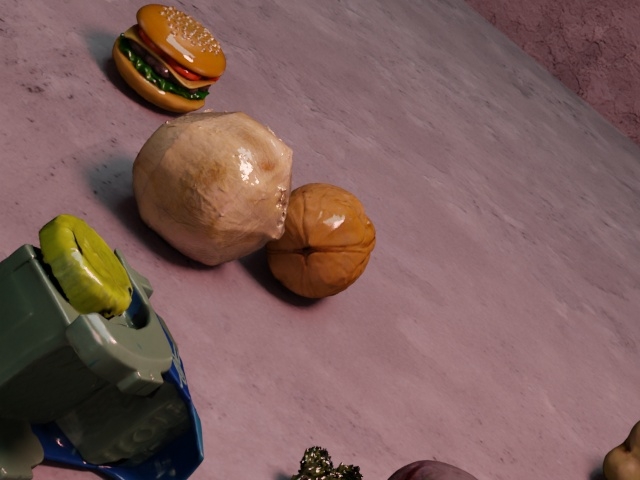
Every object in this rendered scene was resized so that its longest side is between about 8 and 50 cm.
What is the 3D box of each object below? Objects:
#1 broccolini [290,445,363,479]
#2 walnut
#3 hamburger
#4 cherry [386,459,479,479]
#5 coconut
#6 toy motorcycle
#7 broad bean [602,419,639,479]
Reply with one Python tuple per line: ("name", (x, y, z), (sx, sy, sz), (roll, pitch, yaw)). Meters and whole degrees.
("broccolini", (-0.035, 0.265, 1.345), (0.074, 0.058, 0.201), (33, 35, 24))
("walnut", (0.000, 0.000, 1.745), (0.144, 0.144, 0.180), (37, 22, -3))
("hamburger", (-0.209, -0.252, 1.930), (0.162, 0.115, 0.162), (33, 24, -17))
("cherry", (0.122, 0.302, 1.365), (0.176, 0.140, 0.176), (41, 21, -19))
("coconut", (-0.118, -0.063, 1.639), (0.194, 0.194, 0.194), (32, 24, -16))
("toy motorcycle", (-0.195, 0.123, 1.208), (0.200, 0.191, 0.326), (57, 10, 21))
("broad bean", (0.490, 0.352, 1.865), (0.263, 0.121, 0.189), (47, 6, -7))
